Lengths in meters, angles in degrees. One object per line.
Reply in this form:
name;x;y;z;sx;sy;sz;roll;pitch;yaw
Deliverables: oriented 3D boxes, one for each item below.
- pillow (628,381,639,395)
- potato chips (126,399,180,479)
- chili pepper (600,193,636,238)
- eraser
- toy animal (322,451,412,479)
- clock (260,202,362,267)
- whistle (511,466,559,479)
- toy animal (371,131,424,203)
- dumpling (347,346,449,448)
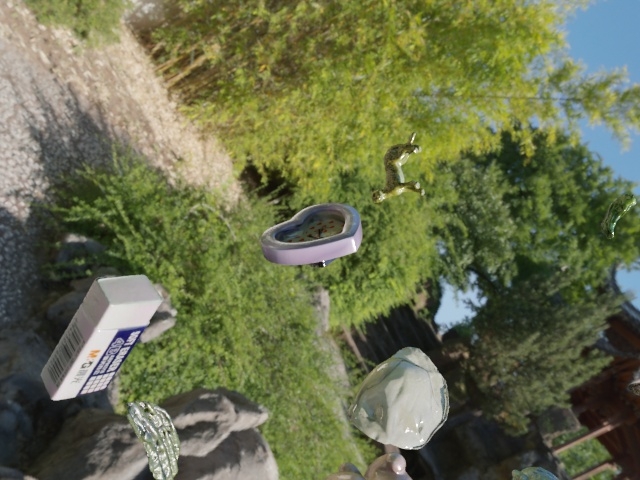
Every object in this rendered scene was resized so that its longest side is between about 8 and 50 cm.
pillow;0.651;0.284;0.916;0.248;0.135;0.049;28;51;-26
potato chips;-0.264;0.313;0.867;0.092;0.028;0.207;-80;162;-57
chili pepper;0.549;-0.048;1.005;0.034;0.091;0.030;33;14;15
eraser;-0.455;0.201;1.120;0.086;0.287;0.130;48;25;24
toy animal;0.028;0.337;0.653;0.124;0.212;0.124;5;-85;59
clock;0.000;0.000;0.980;0.172;0.198;0.064;16;-52;41
whistle;0.432;0.504;1.061;0.253;0.106;0.102;57;10;-49
toy animal;0.204;-0.195;1.468;0.073;0.136;0.181;2;85;-64
dumpling;0.250;0.484;1.626;0.260;0.181;0.341;43;23;13
